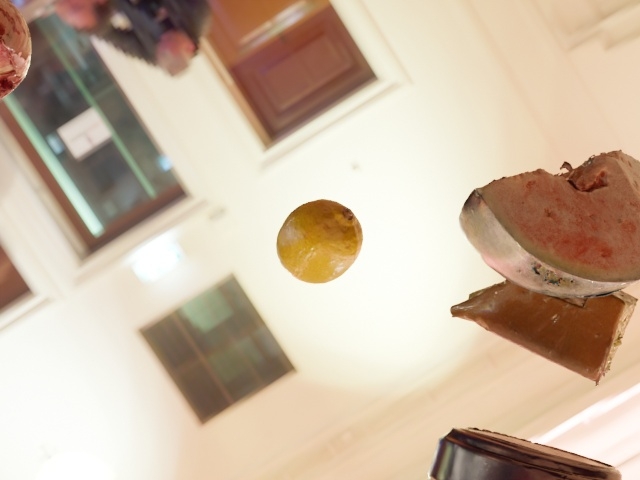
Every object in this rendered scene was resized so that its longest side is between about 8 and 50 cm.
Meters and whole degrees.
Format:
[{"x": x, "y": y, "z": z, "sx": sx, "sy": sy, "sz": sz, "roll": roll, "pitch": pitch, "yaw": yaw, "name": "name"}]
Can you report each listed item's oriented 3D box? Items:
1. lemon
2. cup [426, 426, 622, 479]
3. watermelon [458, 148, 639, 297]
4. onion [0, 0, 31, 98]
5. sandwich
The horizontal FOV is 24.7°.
[{"x": 0.000, "y": 0.000, "z": 1.929, "sx": 0.133, "sy": 0.109, "sz": 0.109, "roll": -49, "pitch": 177, "yaw": 35, "name": "lemon"}, {"x": 0.146, "y": 0.297, "z": 1.258, "sx": 0.255, "sy": 0.178, "sz": 0.256, "roll": 165, "pitch": -59, "yaw": -83, "name": "cup"}, {"x": 0.316, "y": 0.009, "z": 1.859, "sx": 0.322, "sy": 0.188, "sz": 0.175, "roll": -12, "pitch": 156, "yaw": -30, "name": "watermelon"}, {"x": -0.528, "y": -0.288, "z": 2.061, "sx": 0.248, "sy": 0.161, "sz": 0.248, "roll": -17, "pitch": 153, "yaw": -9, "name": "onion"}, {"x": 0.304, "y": 0.090, "z": 1.984, "sx": 0.122, "sy": 0.235, "sz": 0.128, "roll": -8, "pitch": 119, "yaw": -64, "name": "sandwich"}]
